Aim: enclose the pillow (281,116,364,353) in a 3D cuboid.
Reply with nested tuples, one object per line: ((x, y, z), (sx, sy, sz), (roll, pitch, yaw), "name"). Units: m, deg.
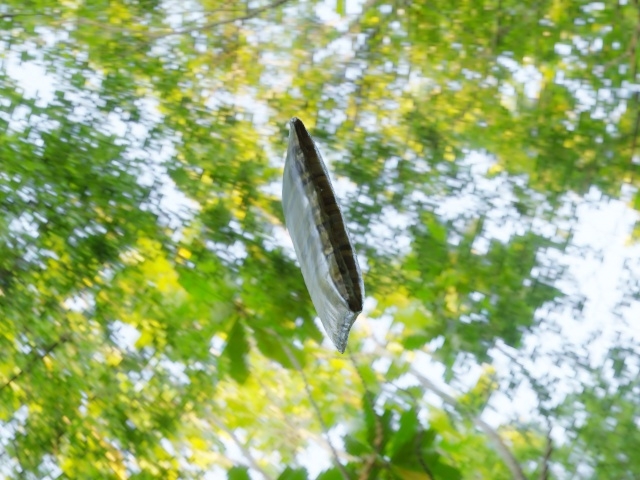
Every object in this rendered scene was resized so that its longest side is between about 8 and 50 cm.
((0.000, 0.000, 1.456), (0.052, 0.208, 0.212), (-17, -105, -8), "pillow")
